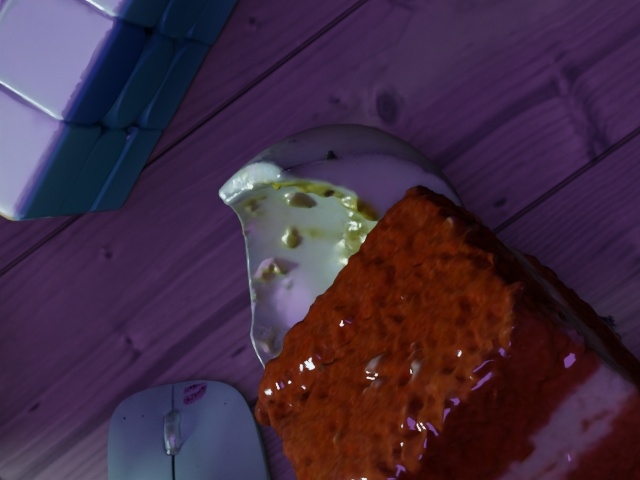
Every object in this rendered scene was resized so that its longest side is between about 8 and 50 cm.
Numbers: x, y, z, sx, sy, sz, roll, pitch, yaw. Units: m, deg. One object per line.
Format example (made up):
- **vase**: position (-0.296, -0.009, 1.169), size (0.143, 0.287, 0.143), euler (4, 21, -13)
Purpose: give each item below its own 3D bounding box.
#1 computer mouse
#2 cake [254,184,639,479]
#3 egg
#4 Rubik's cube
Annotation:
- **computer mouse**: position (-0.121, 0.280, 1.564), size (0.159, 0.097, 0.288), euler (-9, 91, 14)
- **cake**: position (0.146, 0.167, 1.368), size (0.319, 0.269, 0.270), euler (35, 101, -28)
- **egg**: position (0.018, -0.001, 1.494), size (0.206, 0.162, 0.271), euler (-18, 123, -14)
- **Rubik's cube**: position (-0.274, -0.212, 1.472), size (0.291, 0.292, 0.290), euler (31, 97, 8)
